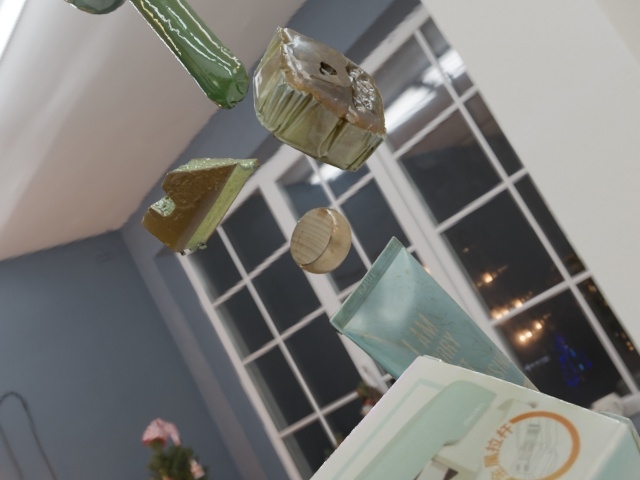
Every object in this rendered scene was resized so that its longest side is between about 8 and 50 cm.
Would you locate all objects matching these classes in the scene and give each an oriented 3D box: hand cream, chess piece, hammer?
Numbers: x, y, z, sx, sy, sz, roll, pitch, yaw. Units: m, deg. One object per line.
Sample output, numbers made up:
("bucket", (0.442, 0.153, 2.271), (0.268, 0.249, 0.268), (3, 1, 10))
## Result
("hand cream", (0.145, 0.135, 0.634), (0.070, 0.312, 0.111), (-34, 13, 51))
("chess piece", (0.000, 0.000, 0.957), (0.038, 0.084, 0.083), (26, -48, -37))
("hammer", (-0.181, -0.279, 0.860), (0.119, 0.335, 0.206), (-29, -16, -45))

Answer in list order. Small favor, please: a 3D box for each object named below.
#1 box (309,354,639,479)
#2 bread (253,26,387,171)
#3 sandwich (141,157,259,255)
("box", (0.024, 0.177, 0.332), (0.269, 0.079, 0.135), (-44, 29, -24))
("bread", (-0.001, -0.217, 1.173), (0.192, 0.210, 0.110), (25, -57, -21))
("sandwich", (-0.226, -0.091, 1.468), (0.236, 0.128, 0.122), (-52, -3, 28))
